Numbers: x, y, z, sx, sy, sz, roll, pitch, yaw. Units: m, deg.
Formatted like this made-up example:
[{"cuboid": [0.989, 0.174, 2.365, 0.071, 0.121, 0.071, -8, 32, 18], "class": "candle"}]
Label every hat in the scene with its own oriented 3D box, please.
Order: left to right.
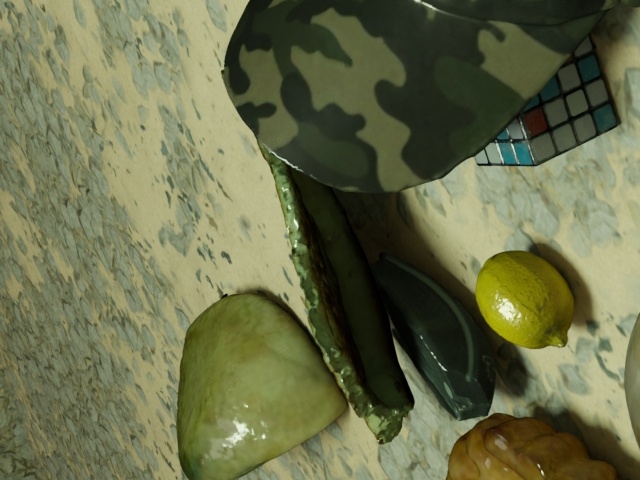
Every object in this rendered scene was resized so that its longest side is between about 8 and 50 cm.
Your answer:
[{"cuboid": [0.061, -0.244, 1.251, 0.366, 0.381, 0.257, 45, 177, 31], "class": "hat"}]

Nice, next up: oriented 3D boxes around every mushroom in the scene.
[{"cuboid": [-0.126, 0.200, 2.156, 0.217, 0.212, 0.292, 55, 162, 2], "class": "mushroom"}]

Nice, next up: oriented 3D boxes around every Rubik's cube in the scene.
[{"cuboid": [0.176, -0.120, 1.356, 0.092, 0.092, 0.092, 6, 118, 63], "class": "Rubik's cube"}]

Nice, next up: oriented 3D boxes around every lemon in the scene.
[{"cuboid": [0.192, 0.056, 1.504, 0.111, 0.082, 0.082, 45, 149, 30], "class": "lemon"}]

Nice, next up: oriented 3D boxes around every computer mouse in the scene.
[{"cuboid": [0.124, 0.093, 1.696, 0.231, 0.071, 0.126, 54, 170, 46], "class": "computer mouse"}]

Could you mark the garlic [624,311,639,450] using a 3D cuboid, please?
[{"cuboid": [0.311, 0.119, 1.325, 0.143, 0.112, 0.318, 43, 159, 34], "class": "garlic"}]

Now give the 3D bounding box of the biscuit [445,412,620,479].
[{"cuboid": [0.246, 0.317, 1.617, 0.326, 0.107, 0.326, 48, 151, 39], "class": "biscuit"}]

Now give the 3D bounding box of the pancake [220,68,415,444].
[{"cuboid": [0.001, 0.002, 1.734, 0.305, 0.067, 0.427, 50, -160, -73], "class": "pancake"}]
